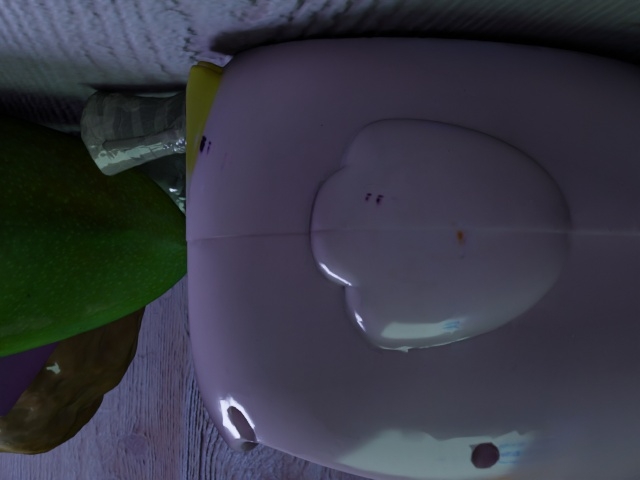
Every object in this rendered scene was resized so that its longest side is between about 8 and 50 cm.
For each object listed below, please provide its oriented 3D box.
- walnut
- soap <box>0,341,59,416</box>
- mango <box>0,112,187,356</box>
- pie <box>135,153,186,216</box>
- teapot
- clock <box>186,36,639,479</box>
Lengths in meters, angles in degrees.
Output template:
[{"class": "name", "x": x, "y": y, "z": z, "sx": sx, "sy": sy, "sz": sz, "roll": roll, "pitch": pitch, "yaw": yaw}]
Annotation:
[{"class": "walnut", "x": -0.331, "y": 0.076, "z": 1.743, "sx": 0.306, "sy": 0.306, "sz": 0.344, "roll": 0, "pitch": -174, "yaw": 23}, {"class": "soap", "x": -0.317, "y": 0.029, "z": 1.445, "sx": 0.259, "sy": 0.181, "sz": 0.081, "roll": 13, "pitch": 150, "yaw": 32}, {"class": "mango", "x": -0.275, "y": -0.001, "z": 1.234, "sx": 0.382, "sy": 0.201, "sz": 0.225, "roll": 0, "pitch": 162, "yaw": -14}, {"class": "pie", "x": -0.107, "y": -0.043, "z": 1.484, "sx": 0.302, "sy": 0.067, "sz": 0.302, "roll": 0, "pitch": 176, "yaw": 0}, {"class": "teapot", "x": -0.110, "y": -0.074, "z": 1.141, "sx": 0.083, "sy": 0.057, "sz": 0.067, "roll": -7, "pitch": -161, "yaw": 18}, {"class": "clock", "x": 0.114, "y": 0.026, "z": 1.021, "sx": 0.376, "sy": 0.251, "sz": 0.368, "roll": 2, "pitch": 176, "yaw": 6}]
